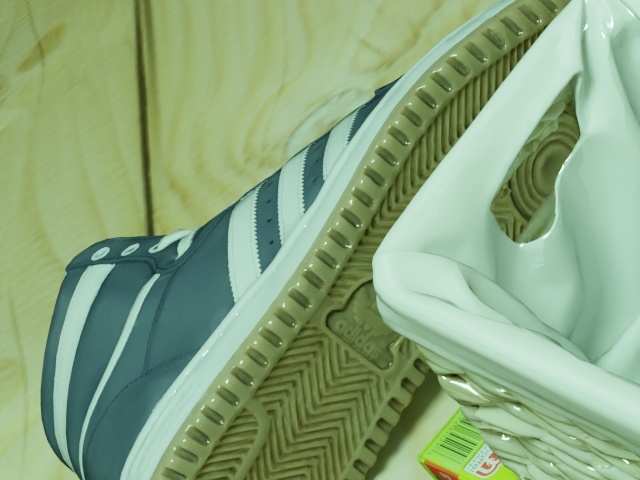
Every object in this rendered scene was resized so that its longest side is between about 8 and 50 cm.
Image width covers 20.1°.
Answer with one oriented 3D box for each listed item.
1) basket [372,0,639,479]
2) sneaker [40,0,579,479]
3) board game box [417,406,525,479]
[{"bbox_3d":[0.116,0.024,0.448,0.167,0.103,0.113,25,69,36],"label":"basket"},{"bbox_3d":[0.000,0.000,0.707,0.282,0.099,0.153,-50,29,-11],"label":"sneaker"},{"bbox_3d":[0.122,0.024,0.564,0.181,0.043,0.092,-48,27,-13],"label":"board game box"}]
